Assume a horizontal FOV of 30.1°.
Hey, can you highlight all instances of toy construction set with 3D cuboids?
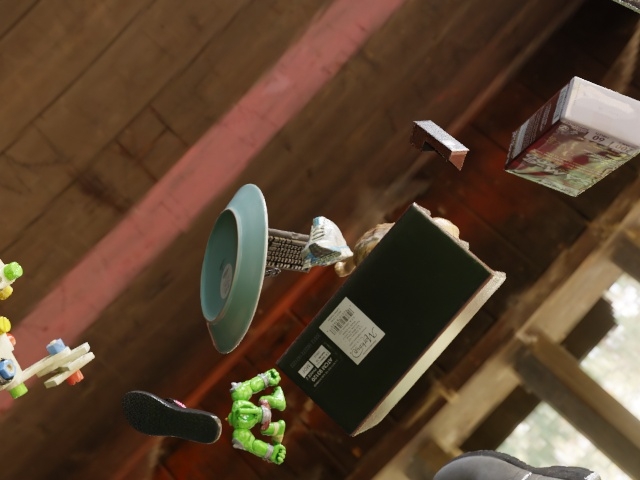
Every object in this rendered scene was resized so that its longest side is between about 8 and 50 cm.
[{"bbox_3d":[-0.567,0.154,2.128,0.151,0.327,0.215,-40,4,25],"label":"toy construction set"}]

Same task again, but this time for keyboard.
[{"bbox_3d":[-0.072,0.032,2.170,0.180,0.023,0.108,10,-58,-50],"label":"keyboard"}]

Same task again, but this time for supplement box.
[{"bbox_3d":[0.380,-0.149,1.779,0.239,0.130,0.073,129,160,-72],"label":"supplement box"}]

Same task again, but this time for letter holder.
[{"bbox_3d":[0.112,0.115,1.732,0.302,0.152,0.214,-50,-14,8],"label":"letter holder"}]

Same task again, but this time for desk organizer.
[{"bbox_3d":[0.241,-0.195,2.450,0.047,0.130,0.050,-7,-54,-36],"label":"desk organizer"}]

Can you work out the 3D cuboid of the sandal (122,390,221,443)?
[{"bbox_3d":[-0.241,0.290,1.944,0.040,0.179,0.067,-19,-59,-72],"label":"sandal"}]

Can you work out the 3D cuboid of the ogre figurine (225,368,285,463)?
[{"bbox_3d":[-0.136,0.371,2.535,0.118,0.097,0.197,8,-94,-27],"label":"ogre figurine"}]

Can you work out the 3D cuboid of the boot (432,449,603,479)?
[{"bbox_3d":[0.244,0.411,1.789,0.223,0.118,0.338,-23,6,-42],"label":"boot"}]

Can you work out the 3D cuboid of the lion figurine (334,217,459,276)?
[{"bbox_3d":[0.190,0.015,2.525,0.392,0.142,0.240,-28,-11,-47],"label":"lion figurine"}]

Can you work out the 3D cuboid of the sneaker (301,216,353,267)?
[{"bbox_3d":[0.000,0.000,2.052,0.071,0.082,0.191,-20,-4,10],"label":"sneaker"}]

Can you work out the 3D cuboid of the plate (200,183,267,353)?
[{"bbox_3d":[-0.101,0.029,1.298,0.024,0.188,0.188,11,-58,-21],"label":"plate"}]

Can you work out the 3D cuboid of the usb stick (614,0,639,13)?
[{"bbox_3d":[0.480,-0.398,1.842,0.278,0.045,0.077,19,-46,-22],"label":"usb stick"}]
